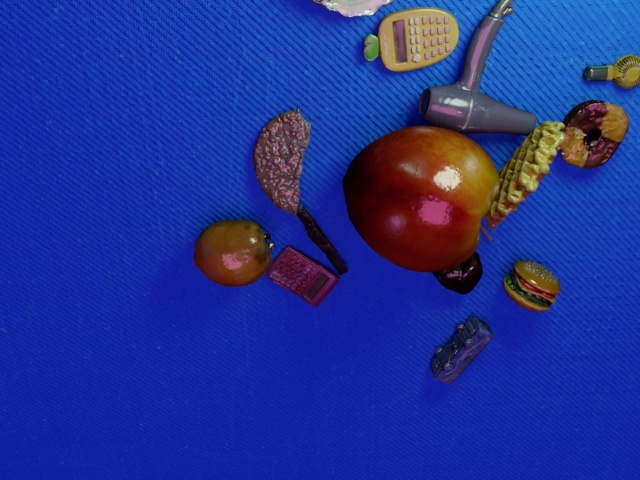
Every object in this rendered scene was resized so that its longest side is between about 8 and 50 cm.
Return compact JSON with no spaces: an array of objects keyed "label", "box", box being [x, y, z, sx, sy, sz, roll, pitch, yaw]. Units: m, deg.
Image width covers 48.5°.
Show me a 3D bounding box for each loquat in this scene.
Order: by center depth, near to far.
[{"label":"loquat","box":[-0.231,0.032,1.924,0.234,0.176,0.187,-9,137,6]}]

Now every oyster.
[{"label":"oyster","box":[0.066,-0.605,1.606,0.214,0.083,0.223,-31,123,19]}]

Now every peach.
[{"label":"peach","box":[0.237,-0.109,1.752,0.388,0.388,0.388,-1,121,-2]}]

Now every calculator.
[{"label":"calculator","box":[0.216,-0.484,1.712,0.234,0.032,0.146,-9,120,1]},{"label":"calculator","box":[-0.051,0.102,2.050,0.190,0.034,0.127,33,115,-14]}]

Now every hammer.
[{"label":"hammer","box":[0.421,-0.058,1.979,0.060,0.028,0.195,-29,119,20]}]

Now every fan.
[{"label":"fan","box":[0.733,-0.416,1.771,0.155,0.039,0.082,-3,121,0]}]

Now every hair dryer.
[{"label":"hair dryer","box":[0.424,-0.424,1.726,0.301,0.121,0.361,7,115,-17]}]

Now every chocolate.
[{"label":"chocolate","box":[0.394,0.105,2.042,0.148,0.080,0.125,-8,120,1]}]

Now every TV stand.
[{"label":"TV stand","box":[0.000,0.000,1.985,0.036,0.042,0.249,-31,117,12]}]

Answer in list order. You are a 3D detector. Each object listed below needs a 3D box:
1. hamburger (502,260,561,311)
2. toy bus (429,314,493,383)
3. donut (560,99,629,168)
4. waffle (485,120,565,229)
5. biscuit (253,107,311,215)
[{"label":"hamburger","box":[0.601,0.130,2.023,0.162,0.162,0.115,20,116,-14]},{"label":"toy bus","box":[0.432,0.336,2.188,0.094,0.079,0.236,20,119,-32]},{"label":"donut","box":[0.695,-0.279,1.830,0.166,0.073,0.184,4,121,-6]},{"label":"waffle","box":[0.499,-0.168,1.786,0.065,0.283,0.309,33,99,-3]},{"label":"biscuit","box":[-0.106,-0.211,1.850,0.141,0.038,0.290,11,115,2]}]
